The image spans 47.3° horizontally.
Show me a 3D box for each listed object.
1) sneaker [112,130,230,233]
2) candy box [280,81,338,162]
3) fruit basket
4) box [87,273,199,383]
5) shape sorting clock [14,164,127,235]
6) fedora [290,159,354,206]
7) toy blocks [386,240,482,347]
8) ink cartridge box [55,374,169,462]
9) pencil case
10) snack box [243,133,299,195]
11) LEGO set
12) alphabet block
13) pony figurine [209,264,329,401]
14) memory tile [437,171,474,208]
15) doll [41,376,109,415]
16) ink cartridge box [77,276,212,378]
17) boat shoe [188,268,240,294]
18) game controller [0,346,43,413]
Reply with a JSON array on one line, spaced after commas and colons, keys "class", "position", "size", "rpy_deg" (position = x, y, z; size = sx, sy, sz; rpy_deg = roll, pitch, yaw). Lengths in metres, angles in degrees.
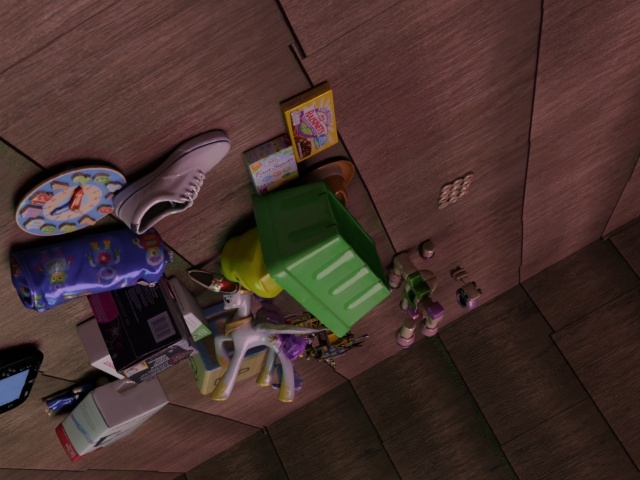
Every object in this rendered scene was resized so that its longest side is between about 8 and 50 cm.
[{"class": "sneaker", "position": [-0.267, -0.105, 1.392], "size": [0.258, 0.091, 0.094], "rpy_deg": [-38, 160, -3]}, {"class": "candy box", "position": [-0.019, -0.239, 1.505], "size": [0.105, 0.027, 0.206], "rpy_deg": [-30, 158, -7]}, {"class": "fruit basket", "position": [-0.072, 0.059, 1.712], "size": [0.392, 0.283, 0.392], "rpy_deg": [-9, 142, -7]}, {"class": "box", "position": [-0.399, 0.165, 1.628], "size": [0.163, 0.247, 0.142], "rpy_deg": [-27, 159, -4]}, {"class": "shape sorting clock", "position": [-0.453, -0.069, 1.339], "size": [0.206, 0.040, 0.206], "rpy_deg": [-24, 157, -11]}, {"class": "fedora", "position": [0.013, -0.109, 1.751], "size": [0.194, 0.079, 0.194], "rpy_deg": [-25, 157, -11]}, {"class": "toy blocks", "position": [0.334, 0.200, 2.530], "size": [0.309, 0.288, 0.260], "rpy_deg": [-26, 154, -16]}, {"class": "ink cartridge box", "position": [-0.633, 0.528, 2.217], "size": [0.226, 0.131, 0.306], "rpy_deg": [-18, 164, -46]}, {"class": "pencil case", "position": [-0.460, 0.055, 1.479], "size": [0.306, 0.133, 0.119], "rpy_deg": [-13, 171, -31]}, {"class": "snack box", "position": [-0.103, -0.159, 1.561], "size": [0.100, 0.037, 0.141], "rpy_deg": [-27, 157, -7]}, {"class": "LEGO set", "position": [-0.014, 0.343, 2.405], "size": [0.255, 0.192, 0.331], "rpy_deg": [-17, 178, -29]}, {"class": "alphabet block", "position": [-0.289, 0.309, 2.147], "size": [0.193, 0.192, 0.197], "rpy_deg": [-17, 156, -22]}, {"class": "pony figurine", "position": [-0.131, 0.241, 1.928], "size": [0.351, 0.303, 0.363], "rpy_deg": [3, 109, -3]}, {"class": "memory tile", "position": [0.408, -0.150, 2.217], "size": [0.113, 0.012, 0.148], "rpy_deg": [-25, 158, -8]}, {"class": "doll", "position": [-0.711, 0.451, 2.138], "size": [0.189, 0.046, 0.129], "rpy_deg": [-21, 157, -17]}, {"class": "ink cartridge box", "position": [-0.448, 0.231, 1.883], "size": [0.278, 0.117, 0.201], "rpy_deg": [-27, 158, -3]}, {"class": "boat shoe", "position": [-0.267, 0.102, 1.829], "size": [0.043, 0.137, 0.049], "rpy_deg": [44, 66, -71]}, {"class": "game controller", "position": [-0.797, 0.368, 1.834], "size": [0.166, 0.067, 0.319], "rpy_deg": [-10, 152, -38]}]
